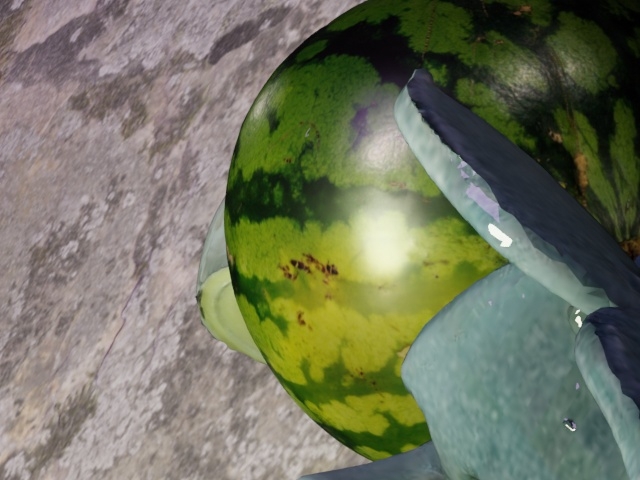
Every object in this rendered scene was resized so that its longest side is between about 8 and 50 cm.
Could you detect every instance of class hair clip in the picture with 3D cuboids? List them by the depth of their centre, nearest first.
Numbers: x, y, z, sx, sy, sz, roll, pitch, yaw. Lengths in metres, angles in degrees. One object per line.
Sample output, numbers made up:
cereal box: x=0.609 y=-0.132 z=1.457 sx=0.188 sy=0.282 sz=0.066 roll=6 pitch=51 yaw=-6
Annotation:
hair clip: x=0.161 y=0.109 z=0.770 sx=0.318 sy=0.392 sz=0.238 roll=50 pitch=128 yaw=38

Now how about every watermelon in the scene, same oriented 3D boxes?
watermelon: x=0.088 y=-0.009 z=1.032 sx=0.285 sy=0.285 sz=0.285 roll=-34 pitch=36 yaw=29

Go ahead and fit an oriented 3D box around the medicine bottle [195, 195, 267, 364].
medicine bottle: x=0.000 y=0.000 z=1.277 sx=0.147 sy=0.147 sz=0.143 roll=-20 pitch=41 yaw=43
